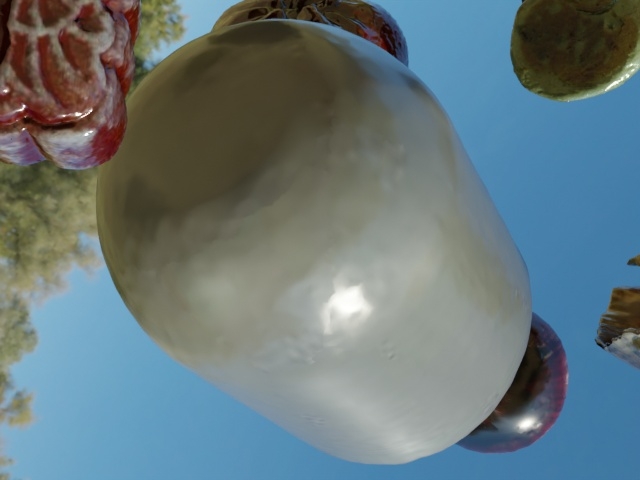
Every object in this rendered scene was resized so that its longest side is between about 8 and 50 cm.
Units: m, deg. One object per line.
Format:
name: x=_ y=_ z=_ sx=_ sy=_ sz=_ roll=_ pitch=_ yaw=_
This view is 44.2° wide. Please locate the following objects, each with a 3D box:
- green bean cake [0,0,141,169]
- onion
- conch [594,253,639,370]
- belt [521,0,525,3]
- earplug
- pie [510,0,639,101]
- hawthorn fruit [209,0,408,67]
green bean cake: x=-0.139 y=-0.102 z=0.312 sx=0.056 sy=0.135 sz=0.135 roll=131 pitch=-37 yaw=-75
onion: x=0.284 y=0.235 z=1.345 sx=0.273 sy=0.285 sz=0.273 roll=-1 pitch=-93 yaw=20
conch: x=0.388 y=0.051 z=0.746 sx=0.210 sy=0.159 sz=0.291 roll=-58 pitch=171 yaw=-9
belt: x=0.353 y=-0.323 z=0.857 sx=0.338 sy=0.217 sz=0.122 roll=-40 pitch=-159 yaw=-29
earplug: x=0.000 y=0.000 z=0.681 sx=0.312 sy=0.394 sz=0.313 roll=-10 pitch=-119 yaw=19
pie: x=0.154 y=-0.120 z=0.465 sx=0.085 sy=0.017 sz=0.085 roll=-7 pitch=-104 yaw=29
hawthorn fruit: x=-0.009 y=-0.151 z=0.949 sx=0.254 sy=0.300 sz=0.254 roll=-8 pitch=-138 yaw=7
